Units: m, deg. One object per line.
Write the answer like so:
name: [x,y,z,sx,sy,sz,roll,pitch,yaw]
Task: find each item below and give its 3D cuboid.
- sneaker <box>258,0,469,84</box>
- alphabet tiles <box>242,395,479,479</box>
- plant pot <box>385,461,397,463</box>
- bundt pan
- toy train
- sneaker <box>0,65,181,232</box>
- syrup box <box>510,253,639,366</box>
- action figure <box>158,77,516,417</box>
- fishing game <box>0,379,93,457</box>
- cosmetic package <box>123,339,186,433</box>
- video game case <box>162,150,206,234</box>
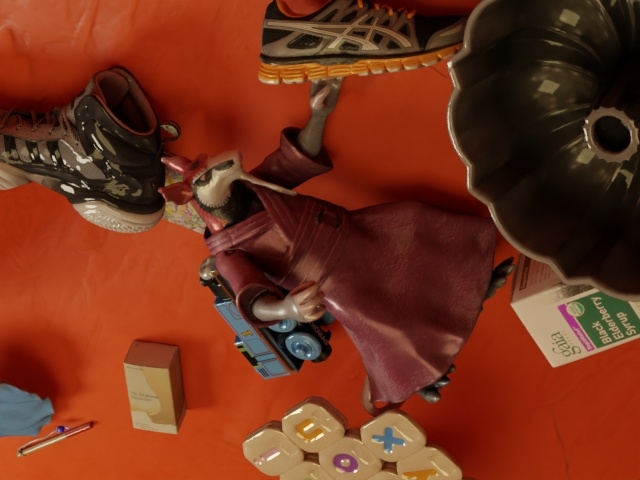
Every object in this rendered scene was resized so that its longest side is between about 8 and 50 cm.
sneaker: [0.043,-0.196,1.513,0.214,0.084,0.083,-5,95,6]
alphabet tiles: [0.052,0.289,1.783,0.284,0.021,0.278,43,130,-13]
plant pot: [0.069,0.360,1.938,0.165,0.165,0.234,0,125,16]
bundt pan: [0.283,-0.116,1.435,0.331,0.124,0.331,17,124,27]
toy train: [-0.062,0.072,1.777,0.105,0.080,0.184,-16,124,35]
sneaker: [-0.271,-0.121,1.659,0.268,0.101,0.153,23,124,0]
syrup box: [0.315,0.032,1.592,0.237,0.096,0.093,-23,117,27]
action figure: [0.000,0.000,1.657,0.370,0.248,0.276,26,159,-8]
fishing game: [-0.421,0.208,1.979,0.189,0.041,0.264,-25,145,30]
cosmetic package: [-0.199,0.177,1.930,0.060,0.041,0.115,6,132,12]
video game case: [-0.155,-0.053,1.736,0.122,0.011,0.087,21,133,-2]
